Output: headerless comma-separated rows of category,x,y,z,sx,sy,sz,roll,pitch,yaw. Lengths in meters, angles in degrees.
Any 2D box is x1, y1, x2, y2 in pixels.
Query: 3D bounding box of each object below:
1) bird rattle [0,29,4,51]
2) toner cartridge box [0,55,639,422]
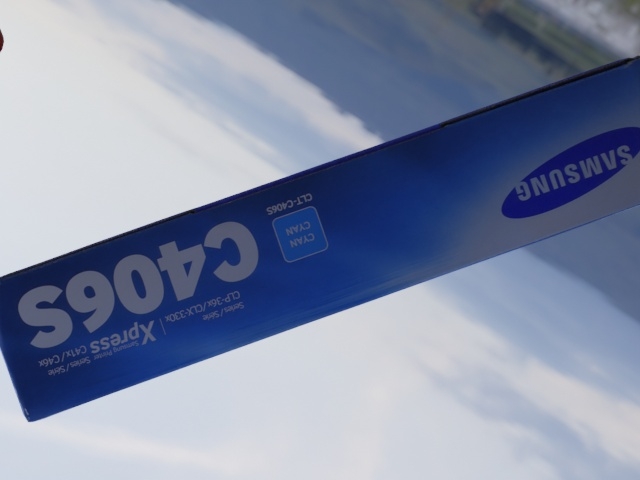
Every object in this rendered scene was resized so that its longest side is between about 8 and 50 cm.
bird rattle,-0.244,-0.090,0.600,0.207,0.253,0.143,48,-170,-10
toner cartridge box,0.000,0.000,0.913,0.165,0.348,0.075,174,77,-82
